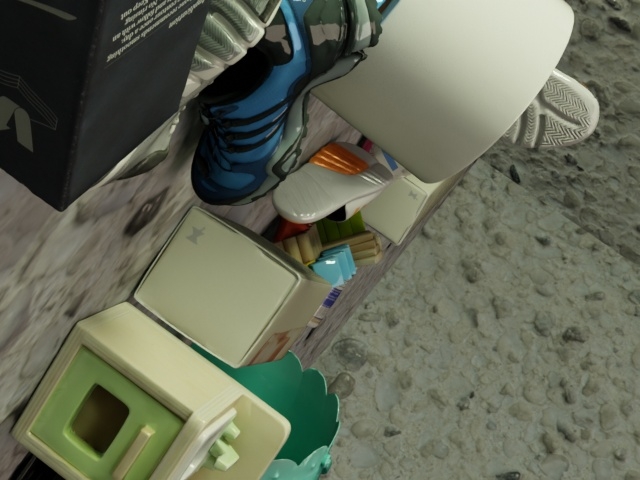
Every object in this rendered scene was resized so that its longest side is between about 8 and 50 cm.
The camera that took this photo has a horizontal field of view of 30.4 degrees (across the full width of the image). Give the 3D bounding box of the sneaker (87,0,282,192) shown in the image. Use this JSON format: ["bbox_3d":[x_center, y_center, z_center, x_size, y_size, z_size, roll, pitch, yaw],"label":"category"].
[{"bbox_3d":[-0.113,-0.124,0.868,0.229,0.086,0.132,-44,176,-2],"label":"sneaker"}]

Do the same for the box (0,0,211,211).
[{"bbox_3d":[-0.129,-0.124,0.482,0.093,0.156,0.158,-49,170,-41],"label":"box"}]

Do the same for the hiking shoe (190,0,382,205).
[{"bbox_3d":[-0.072,-0.134,1.046,0.132,0.113,0.304,-9,150,-34],"label":"hiking shoe"}]

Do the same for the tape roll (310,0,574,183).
[{"bbox_3d":[0.123,-0.204,1.245,0.246,0.169,0.246,-48,-165,17],"label":"tape roll"}]

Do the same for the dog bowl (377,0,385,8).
[{"bbox_3d":[0.081,-0.339,1.074,0.297,0.074,0.166,-55,172,5],"label":"dog bowl"}]

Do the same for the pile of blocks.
[{"bbox_3d":[0.000,0.000,1.774,0.149,0.112,0.362,-13,-169,21],"label":"pile of blocks"}]

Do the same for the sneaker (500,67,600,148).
[{"bbox_3d":[0.237,-0.229,1.610,0.180,0.321,0.124,-46,149,-54],"label":"sneaker"}]

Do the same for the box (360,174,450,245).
[{"bbox_3d":[0.195,-0.133,2.348,0.311,0.121,0.148,-43,166,-54],"label":"box"}]

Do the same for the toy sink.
[{"bbox_3d":[-0.176,0.200,1.234,0.153,0.234,0.131,-56,172,15],"label":"toy sink"}]

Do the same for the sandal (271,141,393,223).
[{"bbox_3d":[0.002,-0.066,1.670,0.265,0.102,0.076,-29,156,-51],"label":"sandal"}]

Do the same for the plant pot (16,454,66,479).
[{"bbox_3d":[-0.288,0.341,1.417,0.187,0.188,0.167,-55,-175,-2],"label":"plant pot"}]

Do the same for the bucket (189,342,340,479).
[{"bbox_3d":[-0.119,0.275,1.578,0.281,0.281,0.183,-41,149,-57],"label":"bucket"}]

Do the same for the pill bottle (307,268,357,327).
[{"bbox_3d":[-0.001,0.044,2.001,0.186,0.112,0.112,-55,172,5],"label":"pill bottle"}]

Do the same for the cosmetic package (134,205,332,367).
[{"bbox_3d":[-0.095,0.061,1.418,0.129,0.153,0.296,-55,170,0],"label":"cosmetic package"}]

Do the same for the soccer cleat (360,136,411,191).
[{"bbox_3d":[0.144,-0.148,1.930,0.116,0.143,0.331,-48,170,-36],"label":"soccer cleat"}]
